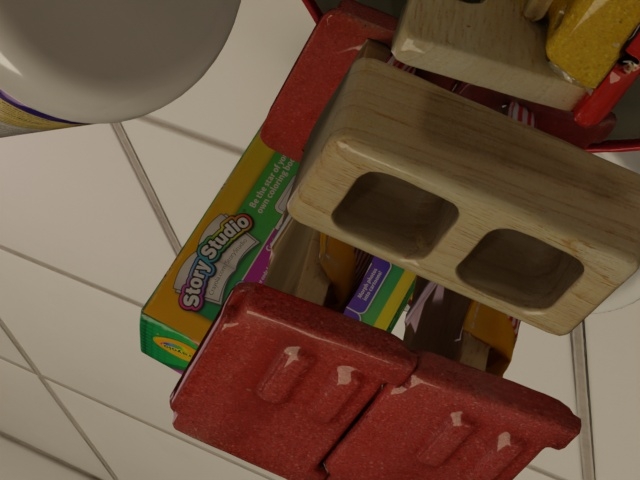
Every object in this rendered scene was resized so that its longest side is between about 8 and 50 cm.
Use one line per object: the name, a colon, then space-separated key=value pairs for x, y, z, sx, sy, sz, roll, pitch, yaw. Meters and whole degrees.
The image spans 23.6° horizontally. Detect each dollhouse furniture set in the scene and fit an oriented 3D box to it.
dollhouse furniture set: x=0.080 y=-0.055 z=0.612 sx=0.152 sy=0.201 sz=0.374 roll=23 pitch=141 yaw=-9

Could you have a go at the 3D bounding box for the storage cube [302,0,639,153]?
storage cube: x=0.110 y=-0.173 z=0.770 sx=0.184 sy=0.193 sz=0.215 roll=-4 pitch=141 yaw=29

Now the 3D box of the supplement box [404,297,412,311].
supplement box: x=0.026 y=-0.002 z=1.401 sx=0.188 sy=0.080 sz=0.104 roll=9 pitch=149 yaw=41

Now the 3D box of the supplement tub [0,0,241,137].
supplement tub: x=-0.239 y=-0.195 z=1.130 sx=0.331 sy=0.241 sz=0.241 roll=-1 pitch=141 yaw=51

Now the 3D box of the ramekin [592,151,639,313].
ramekin: x=0.126 y=-0.084 z=1.041 sx=0.277 sy=0.135 sz=0.277 roll=24 pitch=154 yaw=13

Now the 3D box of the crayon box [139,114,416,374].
crayon box: x=0.000 y=0.000 z=1.186 sx=0.165 sy=0.278 sz=0.081 roll=28 pitch=156 yaw=7
